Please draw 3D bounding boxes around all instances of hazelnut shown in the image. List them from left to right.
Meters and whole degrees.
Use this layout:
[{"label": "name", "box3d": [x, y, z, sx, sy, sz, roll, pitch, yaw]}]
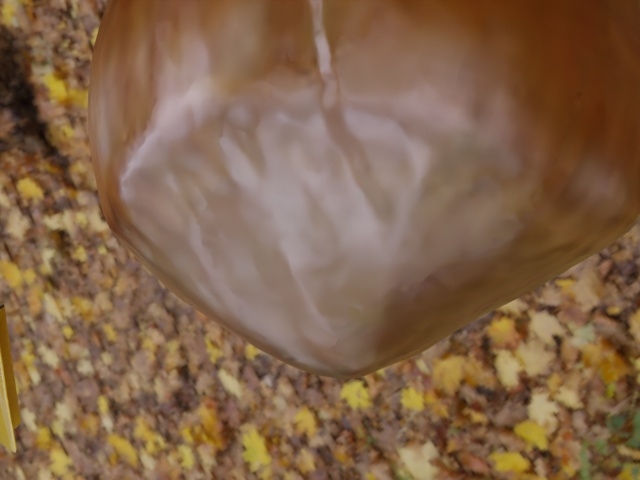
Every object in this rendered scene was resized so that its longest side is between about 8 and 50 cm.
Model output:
[{"label": "hazelnut", "box3d": [0.026, -0.101, 0.618, 0.372, 0.315, 0.372, -17, 70, 56]}]

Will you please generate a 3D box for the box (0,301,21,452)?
[{"label": "box", "box3d": [-0.330, 0.072, 0.881, 0.247, 0.033, 0.129, 26, 129, 30]}]
